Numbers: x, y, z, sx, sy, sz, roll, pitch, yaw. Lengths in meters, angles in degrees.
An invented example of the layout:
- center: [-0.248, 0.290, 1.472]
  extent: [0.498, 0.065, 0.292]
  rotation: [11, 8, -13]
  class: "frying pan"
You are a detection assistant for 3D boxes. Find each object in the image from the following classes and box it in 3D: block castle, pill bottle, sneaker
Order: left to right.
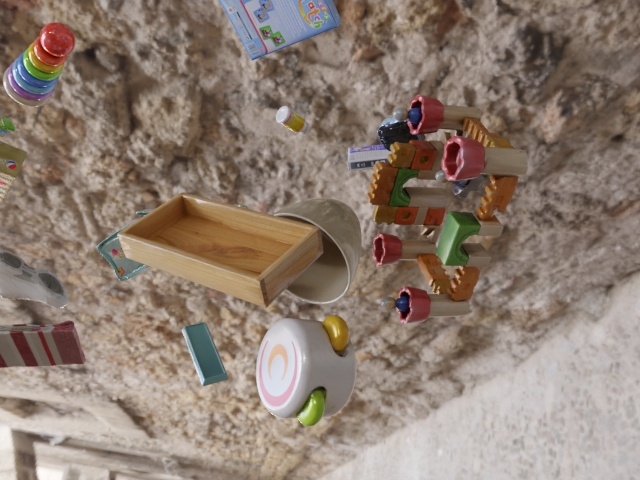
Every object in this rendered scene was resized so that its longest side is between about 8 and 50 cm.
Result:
- center: [-0.805, 0.125, 1.562]
  extent: [0.115, 0.232, 0.090]
  rotation: [-44, 26, 14]
  class: "sneaker"
- center: [-0.063, -0.282, 1.362]
  extent: [0.043, 0.083, 0.043]
  rotation: [-18, 62, 37]
  class: "pill bottle"
- center: [0.241, -0.068, 1.284]
  extent: [0.303, 0.212, 0.453]
  rotation: [-109, 24, -52]
  class: "block castle"

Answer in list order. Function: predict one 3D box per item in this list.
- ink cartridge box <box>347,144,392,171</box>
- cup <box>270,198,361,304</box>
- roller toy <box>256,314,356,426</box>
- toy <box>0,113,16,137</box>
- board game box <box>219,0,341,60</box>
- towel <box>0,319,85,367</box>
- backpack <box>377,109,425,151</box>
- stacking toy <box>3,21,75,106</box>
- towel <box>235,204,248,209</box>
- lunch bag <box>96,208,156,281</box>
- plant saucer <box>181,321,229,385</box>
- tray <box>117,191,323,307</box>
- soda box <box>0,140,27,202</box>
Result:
- center: [0.199, -0.293, 1.985]
  extent: [0.206, 0.208, 0.045]
  rotation: [-80, -18, -69]
  class: "ink cartridge box"
- center: [0.000, 0.000, 1.806]
  extent: [0.237, 0.331, 0.331]
  rotation: [-47, -21, -44]
  class: "cup"
- center: [-0.025, 0.252, 1.145]
  extent: [0.191, 0.146, 0.209]
  rotation: [-10, 72, 54]
  class: "roller toy"
- center: [-0.862, -0.223, 1.433]
  extent: [0.056, 0.237, 0.137]
  rotation: [53, -171, -25]
  class: "toy"
- center: [-0.086, -0.474, 1.159]
  extent: [0.160, 0.211, 0.039]
  rotation: [60, -147, -32]
  class: "board game box"
- center: [-0.853, 0.300, 1.625]
  extent: [0.237, 0.328, 0.037]
  rotation: [108, 157, -52]
  class: "towel"
- center: [0.221, -0.298, 1.570]
  extent: [0.105, 0.114, 0.084]
  rotation: [61, -142, -33]
  class: "backpack"
- center: [-0.799, -0.518, 1.650]
  extent: [0.330, 0.141, 0.141]
  rotation: [-24, 47, 46]
  class: "stacking toy"
- center: [-0.234, -0.031, 1.519]
  extent: [0.110, 0.148, 0.027]
  rotation: [60, -154, -25]
  class: "towel"
- center: [-0.515, -0.012, 1.738]
  extent: [0.262, 0.160, 0.223]
  rotation: [-36, 9, -5]
  class: "lunch bag"
- center: [-0.287, 0.275, 1.423]
  extent: [0.192, 0.067, 0.018]
  rotation: [56, 146, 42]
  class: "plant saucer"
- center: [-0.220, 0.007, 1.243]
  extent: [0.203, 0.410, 0.076]
  rotation: [-43, -43, -41]
  class: "tray"
- center: [-0.630, -0.132, 1.120]
  extent: [0.181, 0.061, 0.058]
  rotation: [-21, 52, 51]
  class: "soda box"
